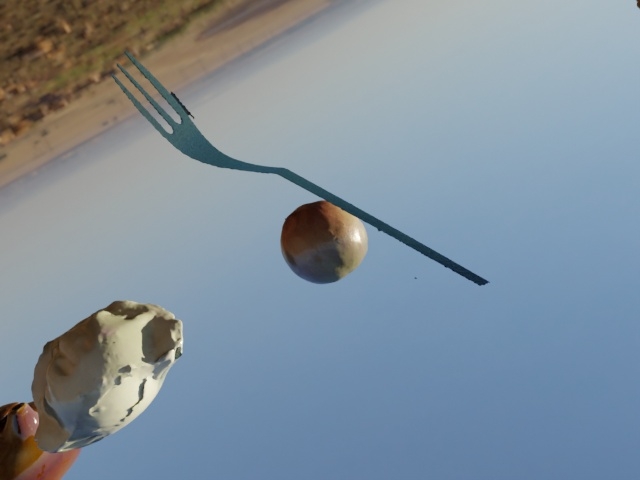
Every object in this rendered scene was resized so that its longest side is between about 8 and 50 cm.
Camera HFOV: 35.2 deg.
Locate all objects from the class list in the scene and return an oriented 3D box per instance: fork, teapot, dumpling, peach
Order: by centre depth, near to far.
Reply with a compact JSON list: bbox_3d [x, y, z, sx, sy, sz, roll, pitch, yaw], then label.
[{"bbox_3d":[-0.007,-0.025,0.531,0.039,0.235,0.021,-28,-145,63],"label":"fork"},{"bbox_3d":[0.002,0.000,0.940,0.083,0.083,0.083,-28,-170,5],"label":"peach"},{"bbox_3d":[-0.225,0.126,1.013,0.188,0.127,0.108,-43,151,0],"label":"dumpling"},{"bbox_3d":[-0.374,0.257,1.178,0.252,0.135,0.178,-40,-177,43],"label":"teapot"}]

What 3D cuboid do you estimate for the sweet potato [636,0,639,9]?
[{"bbox_3d":[0.336,-0.320,1.038,0.068,0.226,0.068,-18,-167,4],"label":"sweet potato"}]
